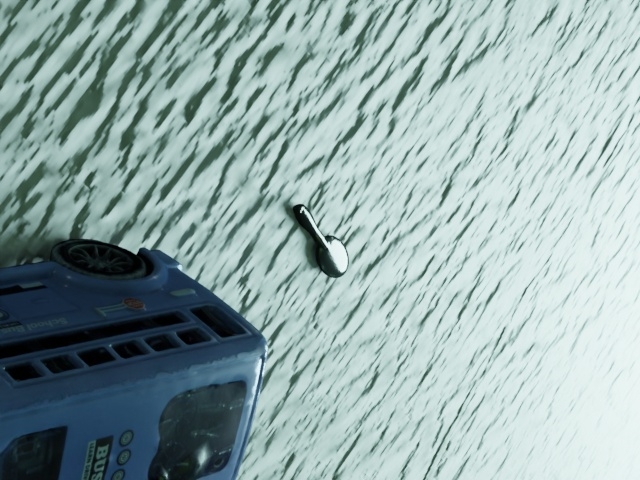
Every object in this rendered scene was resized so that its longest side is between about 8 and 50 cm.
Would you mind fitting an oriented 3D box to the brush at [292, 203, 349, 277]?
[{"bbox_3d":[0.000,0.000,0.987,0.024,0.008,0.083,-51,142,-12],"label":"brush"}]

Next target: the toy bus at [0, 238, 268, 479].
[{"bbox_3d":[-0.168,0.088,0.739,0.292,0.133,0.125,-9,120,-47],"label":"toy bus"}]
